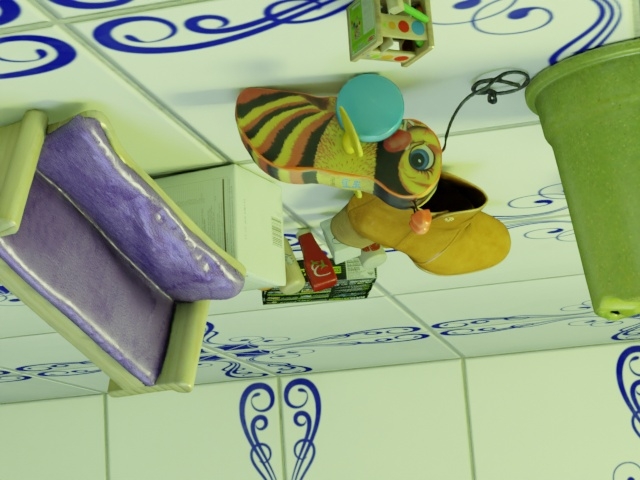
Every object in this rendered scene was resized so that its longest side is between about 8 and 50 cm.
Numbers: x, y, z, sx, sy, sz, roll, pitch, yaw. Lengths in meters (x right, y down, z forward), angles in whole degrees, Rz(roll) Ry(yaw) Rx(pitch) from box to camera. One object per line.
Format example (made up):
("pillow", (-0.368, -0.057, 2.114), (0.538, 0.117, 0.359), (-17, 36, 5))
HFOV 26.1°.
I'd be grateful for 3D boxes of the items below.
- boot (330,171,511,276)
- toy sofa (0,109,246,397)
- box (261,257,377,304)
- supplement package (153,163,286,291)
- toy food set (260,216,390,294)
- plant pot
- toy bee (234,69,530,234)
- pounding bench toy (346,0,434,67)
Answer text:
("boot", (0.177, -0.026, 1.856), (0.295, 0.104, 0.211), (7, 164, -24))
("toy sofa", (-0.244, 0.024, 1.538), (0.177, 0.150, 0.362), (-11, 141, 26))
("box", (-0.005, 0.070, 2.359), (0.190, 0.045, 0.184), (-4, 170, -4))
("supplement package", (-0.184, -0.001, 1.774), (0.244, 0.139, 0.134), (-8, 166, 24))
("toy food set", (0.000, 0.000, 2.007), (0.232, 0.104, 0.111), (-21, 155, -6))
("plant pot", (0.366, -0.052, 1.457), (0.276, 0.254, 0.276), (-3, 167, -1))
("toy bee", (0.061, -0.088, 1.420), (0.298, 0.162, 0.195), (-9, 165, 21))
("pounding bench toy", (0.071, -0.191, 1.208), (0.065, 0.052, 0.083), (2, 166, -26))
